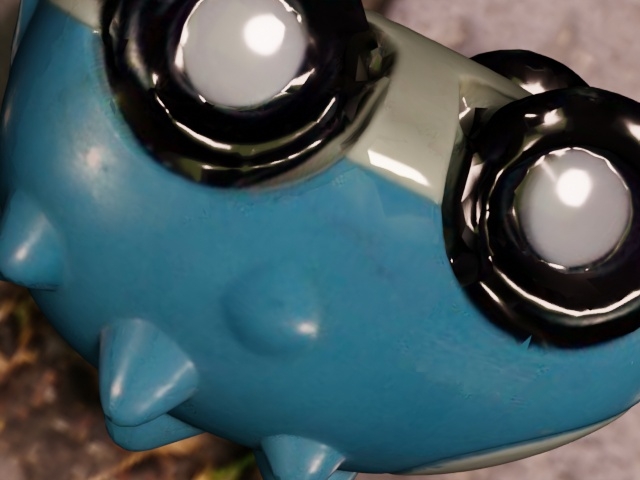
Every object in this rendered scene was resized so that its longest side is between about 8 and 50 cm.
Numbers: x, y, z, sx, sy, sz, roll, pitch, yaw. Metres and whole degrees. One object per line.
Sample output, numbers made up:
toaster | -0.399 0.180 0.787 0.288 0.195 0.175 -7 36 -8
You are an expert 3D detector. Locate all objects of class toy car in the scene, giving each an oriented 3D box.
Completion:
toy car | 0.000 0.000 0.690 0.255 0.188 0.190 24 97 -9
